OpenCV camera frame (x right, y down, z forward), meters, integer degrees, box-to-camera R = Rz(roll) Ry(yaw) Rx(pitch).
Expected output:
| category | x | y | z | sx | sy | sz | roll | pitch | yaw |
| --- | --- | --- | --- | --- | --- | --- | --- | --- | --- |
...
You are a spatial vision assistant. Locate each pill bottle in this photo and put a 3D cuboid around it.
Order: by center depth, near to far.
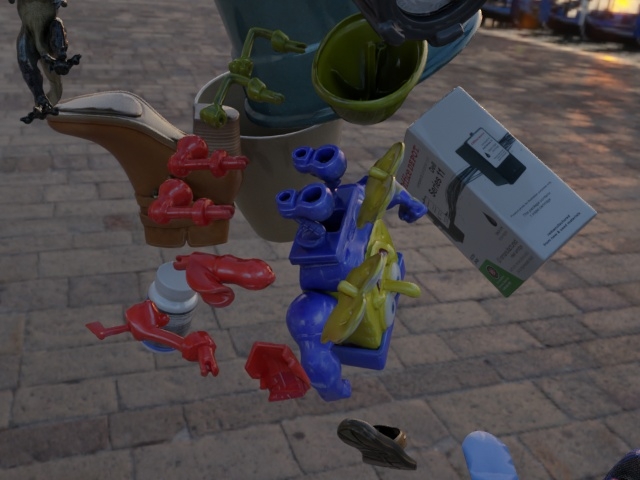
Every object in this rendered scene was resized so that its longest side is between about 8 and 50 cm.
| category | x | y | z | sx | sy | sz | roll | pitch | yaw |
| --- | --- | --- | --- | --- | --- | --- | --- | --- | --- |
| pill bottle | -0.236 | 0.105 | 1.033 | 0.078 | 0.137 | 0.078 | 15 | 34 | -11 |

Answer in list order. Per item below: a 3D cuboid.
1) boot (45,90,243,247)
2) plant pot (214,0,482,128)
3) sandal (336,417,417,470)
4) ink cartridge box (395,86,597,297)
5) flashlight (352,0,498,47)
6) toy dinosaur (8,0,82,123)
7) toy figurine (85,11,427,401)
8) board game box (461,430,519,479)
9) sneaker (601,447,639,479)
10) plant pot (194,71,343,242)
| category | x | y | z | sx | sy | sz | roll | pitch | yaw |
| --- | --- | --- | --- | --- | --- | --- | --- | --- | --- |
| boot | -0.257 | -0.099 | 0.975 | 0.283 | 0.220 | 0.109 | 2 | 33 | -12 |
| plant pot | -0.011 | -0.372 | 0.811 | 0.341 | 0.334 | 0.341 | -19 | 32 | 12 |
| sandal | 0.092 | 0.309 | 1.023 | 0.090 | 0.219 | 0.060 | -3 | 56 | 33 |
| ink cartridge box | 0.189 | -0.052 | 0.765 | 0.087 | 0.153 | 0.208 | -39 | 74 | -13 |
| flashlight | 0.018 | -0.263 | 0.460 | 0.103 | 0.103 | 0.304 | -26 | 59 | 2 |
| toy dinosaur | -0.283 | -0.192 | 0.672 | 0.064 | 0.268 | 0.118 | -9 | 60 | -22 |
| toy figurine | 0.000 | 0.000 | 0.555 | 0.191 | 0.217 | 0.363 | -1 | 50 | 21 |
| board game box | 0.319 | 0.449 | 1.252 | 0.133 | 0.033 | 0.169 | 15 | 45 | -32 |
| sneaker | 0.363 | 0.355 | 0.830 | 0.087 | 0.221 | 0.083 | 4 | 27 | -36 |
| plant pot | -0.076 | -0.139 | 1.192 | 0.256 | 0.274 | 0.257 | -3 | 42 | 2 |
